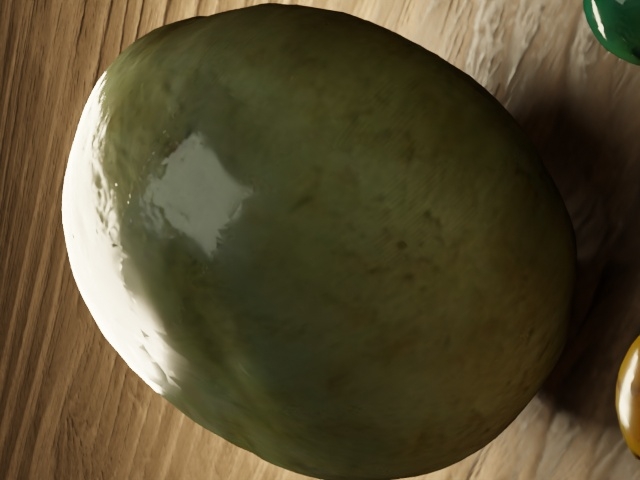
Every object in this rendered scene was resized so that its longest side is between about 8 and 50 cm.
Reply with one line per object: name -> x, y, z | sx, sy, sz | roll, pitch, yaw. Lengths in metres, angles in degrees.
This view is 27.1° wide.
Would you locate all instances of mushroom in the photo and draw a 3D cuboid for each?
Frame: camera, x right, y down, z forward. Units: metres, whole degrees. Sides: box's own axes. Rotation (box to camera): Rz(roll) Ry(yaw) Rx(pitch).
mushroom -> 0.000, 0.000, 0.848 | 0.352, 0.260, 0.352 | 29, 150, 19

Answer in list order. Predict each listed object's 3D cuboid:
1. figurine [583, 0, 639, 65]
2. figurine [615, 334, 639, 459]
figurine -> 0.195, -0.153, 0.479 | 0.323, 0.231, 0.340 | 143, 118, -78
figurine -> 0.237, 0.113, 0.389 | 0.320, 0.196, 0.323 | 43, 178, 11
